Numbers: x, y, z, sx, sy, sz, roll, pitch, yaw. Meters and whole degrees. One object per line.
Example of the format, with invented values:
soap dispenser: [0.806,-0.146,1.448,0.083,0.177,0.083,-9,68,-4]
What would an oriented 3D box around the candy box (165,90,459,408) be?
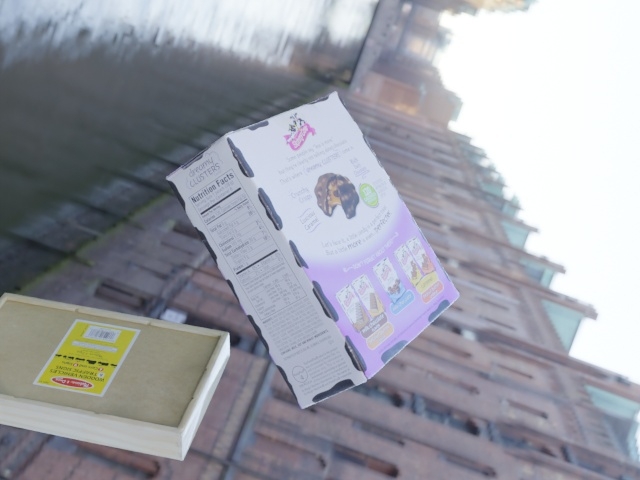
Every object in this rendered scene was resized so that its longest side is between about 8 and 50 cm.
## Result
candy box: [0.000,0.000,0.808,0.070,0.196,0.165,-31,180,35]

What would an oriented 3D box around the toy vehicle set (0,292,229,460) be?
toy vehicle set: [-0.245,0.136,1.121,0.166,0.267,0.035,-67,164,-55]
